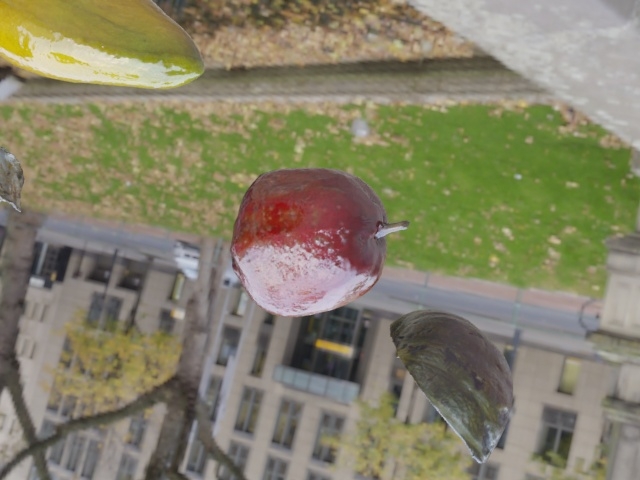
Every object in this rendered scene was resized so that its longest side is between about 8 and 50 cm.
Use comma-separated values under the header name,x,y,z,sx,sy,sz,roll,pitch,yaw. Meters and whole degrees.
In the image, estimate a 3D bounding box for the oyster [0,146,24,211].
name,x,y,z,sx,sy,sz,roll,pitch,yaw
oyster,-0.549,-0.115,1.606,0.056,0.105,0.177,-11,157,20

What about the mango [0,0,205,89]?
name,x,y,z,sx,sy,sz,roll,pitch,yaw
mango,-0.263,-0.235,1.076,0.317,0.119,0.176,27,-152,26

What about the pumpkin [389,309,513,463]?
name,x,y,z,sx,sy,sz,roll,pitch,yaw
pumpkin,0.230,0.211,1.677,0.312,0.148,0.169,52,-176,27

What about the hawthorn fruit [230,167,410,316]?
name,x,y,z,sx,sy,sz,roll,pitch,yaw
hawthorn fruit,0.000,0.000,1.338,0.249,0.215,0.215,-4,171,11
